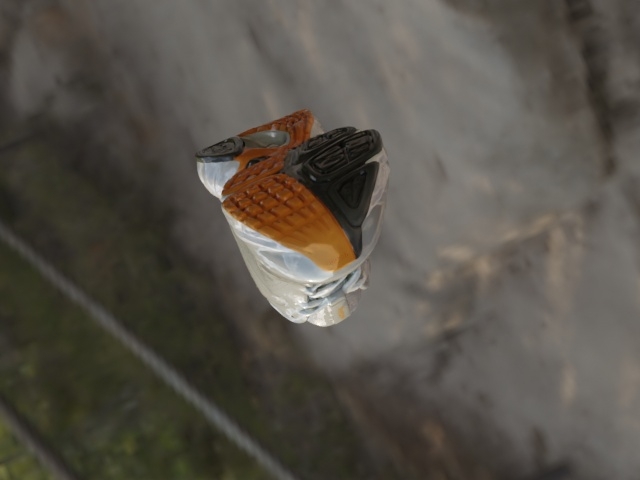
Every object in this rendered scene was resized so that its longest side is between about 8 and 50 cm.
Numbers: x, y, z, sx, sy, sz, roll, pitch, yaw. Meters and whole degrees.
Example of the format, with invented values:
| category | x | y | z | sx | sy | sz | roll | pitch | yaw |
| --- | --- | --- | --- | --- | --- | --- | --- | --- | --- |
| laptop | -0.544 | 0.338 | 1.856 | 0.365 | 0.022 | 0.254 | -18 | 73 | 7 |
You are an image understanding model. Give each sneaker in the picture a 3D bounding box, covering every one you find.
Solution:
| category | x | y | z | sx | sy | sz | roll | pitch | yaw |
| --- | --- | --- | --- | --- | --- | --- | --- | --- | --- |
| sneaker | 0.000 | 0.000 | 1.097 | 0.262 | 0.099 | 0.121 | -127 | 14 | -76 |
